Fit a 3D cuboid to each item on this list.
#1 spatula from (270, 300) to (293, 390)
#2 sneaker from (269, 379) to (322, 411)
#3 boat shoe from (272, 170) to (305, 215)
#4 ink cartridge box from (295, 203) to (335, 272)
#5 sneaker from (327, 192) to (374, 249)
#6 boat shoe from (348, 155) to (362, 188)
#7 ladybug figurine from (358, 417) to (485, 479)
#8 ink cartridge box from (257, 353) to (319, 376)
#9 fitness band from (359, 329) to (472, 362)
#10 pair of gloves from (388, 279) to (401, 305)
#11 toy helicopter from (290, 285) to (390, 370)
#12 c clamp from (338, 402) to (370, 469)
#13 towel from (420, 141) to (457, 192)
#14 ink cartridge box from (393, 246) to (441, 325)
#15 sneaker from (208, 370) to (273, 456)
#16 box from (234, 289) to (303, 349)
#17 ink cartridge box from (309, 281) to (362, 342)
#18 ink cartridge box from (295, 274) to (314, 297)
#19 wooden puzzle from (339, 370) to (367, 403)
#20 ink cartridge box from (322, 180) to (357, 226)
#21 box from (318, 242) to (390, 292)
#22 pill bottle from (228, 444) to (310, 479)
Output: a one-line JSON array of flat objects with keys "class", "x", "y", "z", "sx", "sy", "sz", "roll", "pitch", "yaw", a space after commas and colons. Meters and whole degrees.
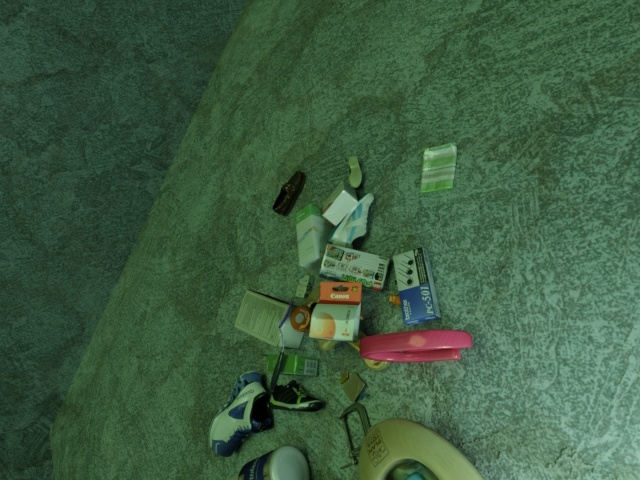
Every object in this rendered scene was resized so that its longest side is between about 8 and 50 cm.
[{"class": "spatula", "x": -0.128, "y": 0.341, "z": 1.324, "sx": 0.030, "sy": 0.084, "sz": 0.296, "roll": 9, "pitch": 87, "yaw": 4}, {"class": "sneaker", "x": -0.092, "y": 0.515, "z": 1.355, "sx": 0.234, "sy": 0.084, "sz": 0.097, "roll": -16, "pitch": 61, "yaw": 41}, {"class": "boat shoe", "x": -0.135, "y": -0.206, "z": 1.727, "sx": 0.073, "sy": 0.073, "sz": 0.207, "roll": 23, "pitch": 88, "yaw": 49}, {"class": "ink cartridge box", "x": 0.000, "y": 0.000, "z": 1.434, "sx": 0.093, "sy": 0.154, "sz": 0.212, "roll": -32, "pitch": 53, "yaw": 35}, {"class": "sneaker", "x": 0.121, "y": -0.064, "z": 1.395, "sx": 0.229, "sy": 0.092, "sz": 0.087, "roll": -54, "pitch": 7, "yaw": -14}, {"class": "boat shoe", "x": 0.130, "y": -0.245, "z": 1.496, "sx": 0.049, "sy": 0.042, "sz": 0.133, "roll": -12, "pitch": 63, "yaw": 14}, {"class": "ladybug figurine", "x": 0.257, "y": 0.601, "z": 0.901, "sx": 0.305, "sy": 0.162, "sz": 0.449, "roll": -53, "pitch": 44, "yaw": 16}, {"class": "ink cartridge box", "x": -0.117, "y": 0.429, "z": 1.399, "sx": 0.209, "sy": 0.109, "sz": 0.062, "roll": -13, "pitch": 63, "yaw": 42}, {"class": "fitness band", "x": 0.237, "y": 0.268, "z": 1.032, "sx": 0.291, "sy": 0.209, "sz": 0.054, "roll": -20, "pitch": 58, "yaw": 39}, {"class": "pair of gloves", "x": 0.243, "y": 0.155, "z": 1.224, "sx": 0.074, "sy": 0.010, "sz": 0.083, "roll": 15, "pitch": 83, "yaw": 48}, {"class": "toy helicopter", "x": 0.089, "y": 0.263, "z": 1.278, "sx": 0.355, "sy": 0.140, "sz": 0.235, "roll": 36, "pitch": 91, "yaw": 37}, {"class": "c clamp", "x": 0.092, "y": 0.567, "z": 1.189, "sx": 0.137, "sy": 0.022, "sz": 0.161, "roll": -33, "pitch": 51, "yaw": 31}, {"class": "towel", "x": 0.363, "y": -0.224, "z": 1.259, "sx": 0.113, "sy": 0.023, "sz": 0.152, "roll": -5, "pitch": 69, "yaw": 45}, {"class": "ink cartridge box", "x": 0.274, "y": 0.130, "z": 1.168, "sx": 0.097, "sy": 0.046, "sz": 0.207, "roll": -21, "pitch": 58, "yaw": 29}, {"class": "sneaker", "x": -0.274, "y": 0.648, "z": 1.452, "sx": 0.182, "sy": 0.127, "sz": 0.315, "roll": 27, "pitch": 91, "yaw": 50}, {"class": "box", "x": -0.177, "y": 0.287, "z": 1.485, "sx": 0.232, "sy": 0.127, "sz": 0.149, "roll": 14, "pitch": 82, "yaw": 38}, {"class": "ink cartridge box", "x": 0.047, "y": 0.209, "z": 1.219, "sx": 0.145, "sy": 0.045, "sz": 0.179, "roll": -2, "pitch": 73, "yaw": 26}, {"class": "ink cartridge box", "x": -0.059, "y": 0.172, "z": 1.512, "sx": 0.048, "sy": 0.028, "sz": 0.083, "roll": 5, "pitch": 76, "yaw": 47}, {"class": "wooden puzzle", "x": 0.101, "y": 0.445, "z": 1.236, "sx": 0.078, "sy": 0.014, "sz": 0.116, "roll": -58, "pitch": 34, "yaw": 14}, {"class": "ink cartridge box", "x": 0.066, "y": -0.138, "z": 1.424, "sx": 0.115, "sy": 0.067, "sz": 0.198, "roll": -49, "pitch": 11, "yaw": 16}, {"class": "box", "x": 0.107, "y": 0.087, "z": 1.292, "sx": 0.207, "sy": 0.036, "sz": 0.114, "roll": 14, "pitch": 81, "yaw": 13}, {"class": "pill bottle", "x": -0.172, "y": 0.761, "z": 1.278, "sx": 0.264, "sy": 0.153, "sz": 0.153, "roll": -39, "pitch": 49, "yaw": 28}]
